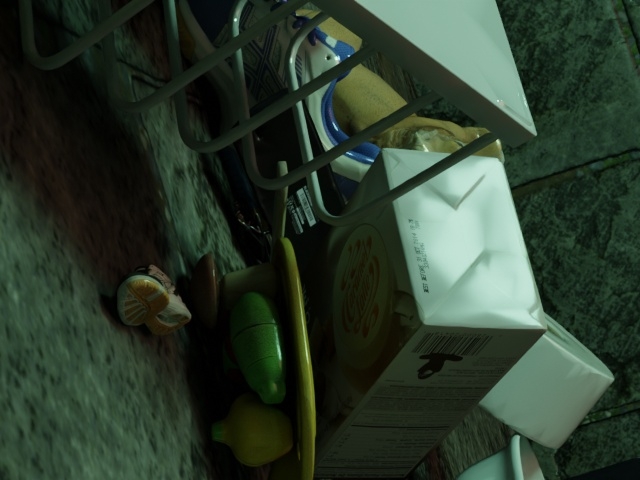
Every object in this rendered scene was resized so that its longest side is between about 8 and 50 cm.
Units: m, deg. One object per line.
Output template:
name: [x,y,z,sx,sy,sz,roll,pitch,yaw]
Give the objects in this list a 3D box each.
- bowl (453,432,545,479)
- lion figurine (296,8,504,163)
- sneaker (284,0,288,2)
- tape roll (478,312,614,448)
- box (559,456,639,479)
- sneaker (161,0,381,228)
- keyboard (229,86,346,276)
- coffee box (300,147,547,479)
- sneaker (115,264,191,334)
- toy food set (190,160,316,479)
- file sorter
bowl: [0.184,0.355,1.525,0.298,0.134,0.298,-18,90,-80]
lion figurine: [0.052,-0.142,1.600,0.392,0.142,0.240,41,20,25]
sneaker: [-0.040,-0.251,1.479,0.068,0.071,0.170,57,16,-57]
tape roll: [0.175,0.098,1.620,0.286,0.100,0.286,36,7,-5]
box: [0.034,0.259,0.470,0.183,0.296,0.294,-51,122,-78]
sneaker: [-0.041,-0.162,1.234,0.112,0.131,0.296,-74,143,-69]
keyboard: [-0.031,-0.023,1.208,0.038,0.100,0.192,19,-42,52]
coffee box: [0.054,0.062,1.089,0.246,0.098,0.141,123,-36,-52]
sneaker: [-0.104,0.030,0.880,0.037,0.032,0.083,61,1,20]
toy food set: [-0.050,0.068,1.009,0.128,0.071,0.218,99,-14,-55]
file sorter: [-0.029,-0.153,0.927,0.277,0.173,0.193,28,41,-45]
